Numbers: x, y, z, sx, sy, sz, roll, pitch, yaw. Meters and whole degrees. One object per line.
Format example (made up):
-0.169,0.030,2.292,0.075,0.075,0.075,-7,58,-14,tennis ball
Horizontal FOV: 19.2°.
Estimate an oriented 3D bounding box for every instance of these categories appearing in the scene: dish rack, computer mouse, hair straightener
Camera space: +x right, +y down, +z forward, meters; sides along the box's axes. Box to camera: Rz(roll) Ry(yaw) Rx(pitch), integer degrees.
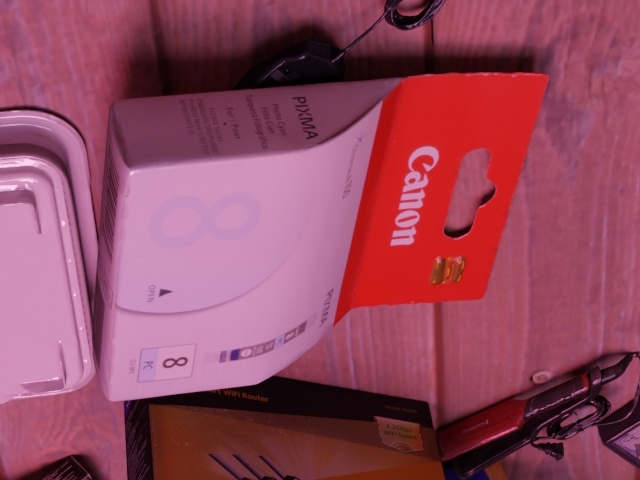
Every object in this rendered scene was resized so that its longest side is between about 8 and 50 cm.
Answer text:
-0.337,0.040,1.685,0.285,0.072,0.333,-6,135,-5,dish rack
0.017,-0.170,1.574,0.242,0.041,0.071,-36,138,14,computer mouse
0.234,0.183,1.939,0.230,0.047,0.089,-31,131,13,hair straightener

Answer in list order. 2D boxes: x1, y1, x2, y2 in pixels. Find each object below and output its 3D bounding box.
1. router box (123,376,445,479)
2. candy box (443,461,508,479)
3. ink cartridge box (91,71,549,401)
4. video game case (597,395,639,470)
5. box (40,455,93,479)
-0.028,0.245,1.810,0.309,0.243,0.081,11,130,-20,router box
0.079,0.381,1.898,0.317,0.268,0.122,-7,137,-20,candy box
0.000,0.000,1.650,0.385,0.091,0.308,-5,139,-14,ink cartridge box
0.472,0.185,1.980,0.275,0.035,0.248,-38,128,24,video game case
-0.286,0.341,1.934,0.191,0.045,0.184,-39,134,-16,box
